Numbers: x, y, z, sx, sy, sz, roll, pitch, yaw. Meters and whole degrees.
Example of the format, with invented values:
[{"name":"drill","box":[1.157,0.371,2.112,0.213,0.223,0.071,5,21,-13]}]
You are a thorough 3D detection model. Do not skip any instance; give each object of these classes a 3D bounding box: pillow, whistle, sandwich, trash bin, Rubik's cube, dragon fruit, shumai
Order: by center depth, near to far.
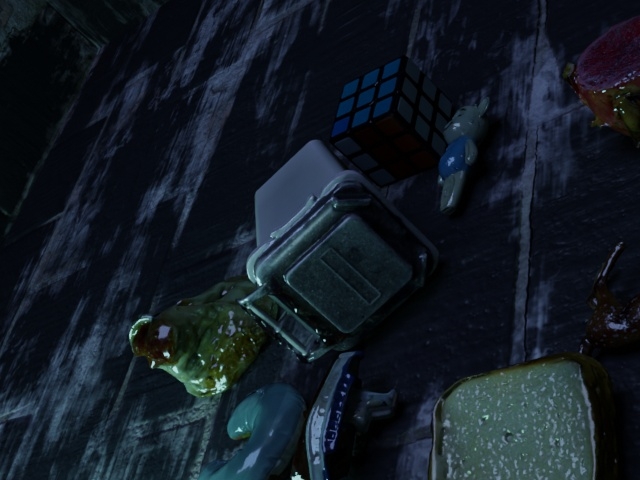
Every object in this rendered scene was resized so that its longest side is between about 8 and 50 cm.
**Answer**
[{"name":"sandwich","box":[0.252,0.268,1.285,0.251,0.087,0.226,-22,55,37]},{"name":"dragon fruit","box":[0.506,-0.236,1.517,0.282,0.147,0.211,-11,38,42]},{"name":"pillow","box":[-0.115,0.336,1.692,0.214,0.086,0.233,-15,42,50]},{"name":"trash bin","box":[0.000,0.000,1.786,0.296,0.256,0.367,-44,25,10]},{"name":"whistle","box":[0.244,-0.149,1.799,0.114,0.077,0.235,-37,30,56]},{"name":"shumai","box":[-0.219,0.143,1.929,0.222,0.203,0.271,-19,37,38]},{"name":"Rubik's cube","box":[0.136,-0.222,1.932,0.161,0.163,0.162,-21,44,38]}]

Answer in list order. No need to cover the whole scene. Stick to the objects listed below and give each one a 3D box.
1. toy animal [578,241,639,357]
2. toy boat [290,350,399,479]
[{"name":"toy animal","box":[0.435,0.099,1.287,0.243,0.087,0.260,-38,33,45]},{"name":"toy boat","box":[0.043,0.285,1.536,0.115,0.114,0.262,12,58,20]}]
